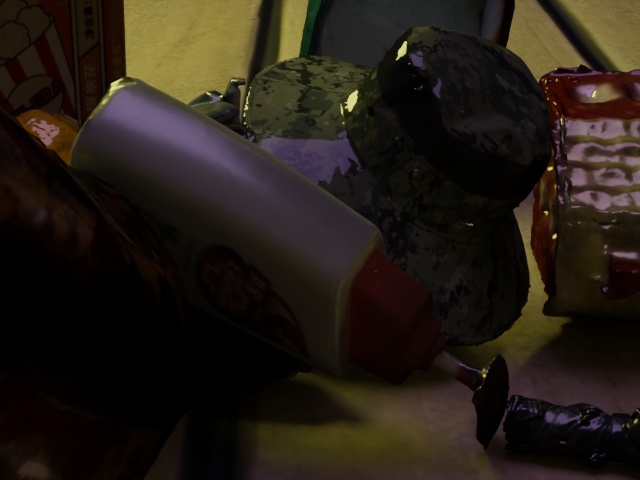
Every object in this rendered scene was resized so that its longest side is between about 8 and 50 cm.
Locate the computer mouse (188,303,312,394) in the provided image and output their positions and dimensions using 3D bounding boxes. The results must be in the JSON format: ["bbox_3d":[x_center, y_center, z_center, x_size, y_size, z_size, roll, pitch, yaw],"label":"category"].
[{"bbox_3d":[-0.082,0.033,0.898,0.192,0.062,0.106,20,60,36],"label":"computer mouse"}]

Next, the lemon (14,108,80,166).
[{"bbox_3d":[-0.214,-0.003,0.905,0.142,0.187,0.142,35,-5,4],"label":"lemon"}]

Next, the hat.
[{"bbox_3d":[0.079,-0.066,0.917,0.265,0.128,0.266,25,39,-22],"label":"hat"}]

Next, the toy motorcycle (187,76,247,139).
[{"bbox_3d":[-0.074,-0.065,1.163,0.270,0.106,0.159,11,28,37],"label":"toy motorcycle"}]

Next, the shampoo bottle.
[{"bbox_3d":[-0.014,0.024,0.792,0.284,0.153,0.071,31,60,8],"label":"shampoo bottle"}]

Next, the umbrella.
[{"bbox_3d":[0.176,0.112,0.782,0.143,0.040,0.037,7,13,14],"label":"umbrella"}]

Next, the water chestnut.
[{"bbox_3d":[-0.209,0.059,0.667,0.300,0.300,0.300,1,20,0],"label":"water chestnut"}]

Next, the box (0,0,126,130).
[{"bbox_3d":[-0.296,-0.118,1.032,0.259,0.284,0.214,-13,25,-31],"label":"box"}]

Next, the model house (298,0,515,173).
[{"bbox_3d":[0.057,-0.195,1.364,0.184,0.253,0.291,10,1,-11],"label":"model house"}]

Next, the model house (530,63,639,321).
[{"bbox_3d":[0.250,-0.016,0.961,0.196,0.160,0.254,3,23,5],"label":"model house"}]
